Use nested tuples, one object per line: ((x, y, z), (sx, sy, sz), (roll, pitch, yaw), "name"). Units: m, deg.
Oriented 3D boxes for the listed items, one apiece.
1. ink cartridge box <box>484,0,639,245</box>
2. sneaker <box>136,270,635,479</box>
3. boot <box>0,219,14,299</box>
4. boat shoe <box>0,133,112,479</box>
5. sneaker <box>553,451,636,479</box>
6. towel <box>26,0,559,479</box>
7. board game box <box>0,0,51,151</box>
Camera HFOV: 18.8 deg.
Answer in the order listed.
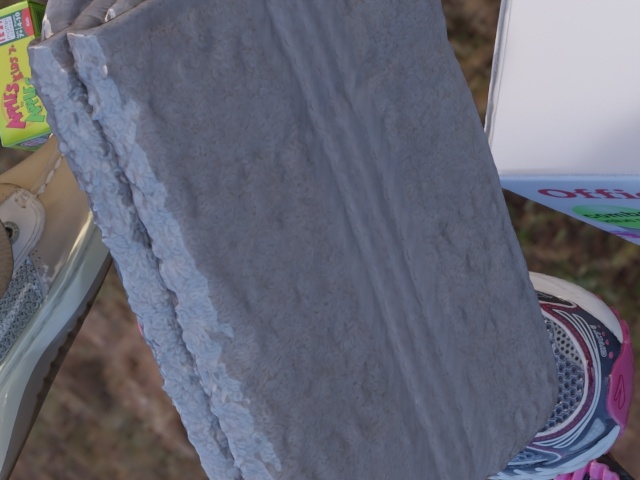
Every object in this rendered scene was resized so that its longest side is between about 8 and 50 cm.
((0.240, -0.091, 0.926), (0.198, 0.197, 0.270), (1, 168, 41), "ink cartridge box")
((0.033, 0.068, 1.091), (0.299, 0.120, 0.112), (6, 179, 31), "sneaker")
((-0.242, -0.078, 0.714), (0.295, 0.104, 0.211), (46, 169, -24), "boot")
((-0.159, 0.019, 0.917), (0.098, 0.302, 0.109), (26, 167, -8), "boat shoe")
((0.175, 0.142, 1.261), (0.119, 0.057, 0.047), (38, 131, 22), "sneaker")
((0.000, 0.000, 0.755), (0.049, 0.187, 0.282), (2, 120, 42), "towel")
((-0.164, -0.107, 1.369), (0.043, 0.092, 0.181), (-16, 171, 24), "board game box")
